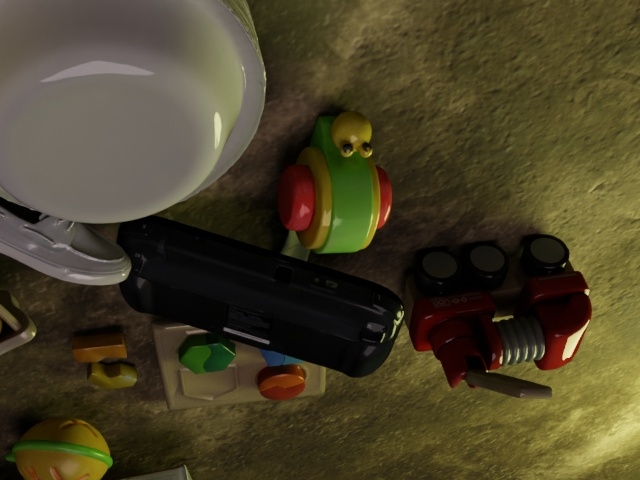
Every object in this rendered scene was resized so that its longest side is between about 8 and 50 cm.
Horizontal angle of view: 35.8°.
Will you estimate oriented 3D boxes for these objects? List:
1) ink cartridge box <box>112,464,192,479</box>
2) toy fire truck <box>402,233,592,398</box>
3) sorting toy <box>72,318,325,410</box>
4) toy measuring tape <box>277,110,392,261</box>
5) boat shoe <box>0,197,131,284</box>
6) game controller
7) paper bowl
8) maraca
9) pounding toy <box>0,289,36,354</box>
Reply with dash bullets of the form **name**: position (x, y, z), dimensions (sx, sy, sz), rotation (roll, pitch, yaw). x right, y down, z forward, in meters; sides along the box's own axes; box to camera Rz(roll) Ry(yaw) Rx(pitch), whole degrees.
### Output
- **ink cartridge box**: position (-0.326, 0.437, 1.429), dimensions (0.310, 0.130, 0.272), rotation (-10, 158, -7)
- **toy fire truck**: position (0.231, 0.115, 1.178), dimensions (0.217, 0.246, 0.158), rotation (-7, 139, -11)
- **sorting toy**: position (-0.144, 0.161, 1.246), dimensions (0.307, 0.041, 0.229), rotation (-5, 144, -6)
- **toy measuring tape**: position (0.000, 0.000, 1.074), dimensions (0.122, 0.121, 0.330), rotation (0, 137, -19)
- **boat shoe**: position (-0.273, -0.014, 0.988), dimensions (0.184, 0.066, 0.063), rotation (25, 121, -5)
- **game controller**: position (-0.071, 0.064, 1.080), dimensions (0.319, 0.067, 0.166), rotation (17, 152, 2)
- **paper bowl**: position (-0.188, -0.126, 0.844), dimensions (0.284, 0.148, 0.284), rotation (-9, 141, -8)
- **maraca**: position (-0.346, 0.287, 1.304), dimensions (0.127, 0.099, 0.186), rotation (23, 152, -24)
- **pounding toy**: position (-0.445, 0.107, 1.003), dimensions (0.270, 0.154, 0.155), rotation (-31, 128, 5)
